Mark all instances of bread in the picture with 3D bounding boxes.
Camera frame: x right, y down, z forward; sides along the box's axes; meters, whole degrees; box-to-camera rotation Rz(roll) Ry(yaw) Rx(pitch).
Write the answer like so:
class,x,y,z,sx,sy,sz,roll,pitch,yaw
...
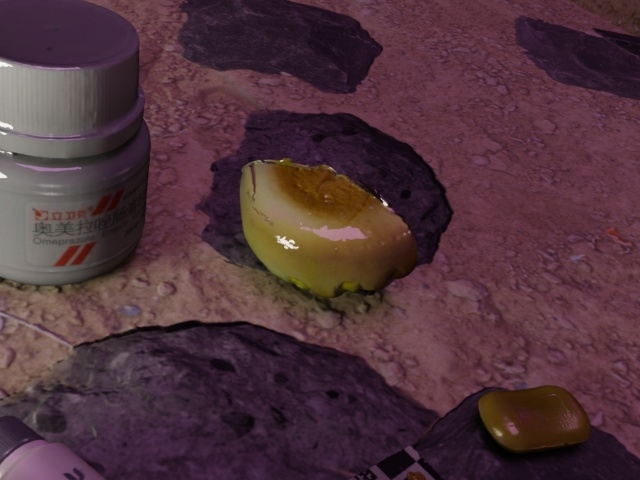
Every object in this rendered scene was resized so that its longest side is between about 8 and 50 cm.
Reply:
class,x,y,z,sx,sy,sz,roll,pitch,yaw
bread,-0.014,-0.003,1.079,0.156,0.158,0.261,-33,57,-32

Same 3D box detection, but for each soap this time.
class,x,y,z,sx,sy,sz,roll,pitch,yaw
soap,0.258,0.216,0.954,0.140,0.045,0.089,-1,42,-21

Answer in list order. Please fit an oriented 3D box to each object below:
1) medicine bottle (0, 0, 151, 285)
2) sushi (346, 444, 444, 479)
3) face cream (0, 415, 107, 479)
class,x,y,z,sx,sy,sz,roll,pitch,yaw
medicine bottle,-0.337,-0.124,0.988,0.245,0.306,0.245,9,37,-6
sushi,0.084,0.298,0.785,0.215,0.050,0.192,-18,47,-35
face cream,-0.226,0.251,0.713,0.311,0.092,0.092,30,39,21
